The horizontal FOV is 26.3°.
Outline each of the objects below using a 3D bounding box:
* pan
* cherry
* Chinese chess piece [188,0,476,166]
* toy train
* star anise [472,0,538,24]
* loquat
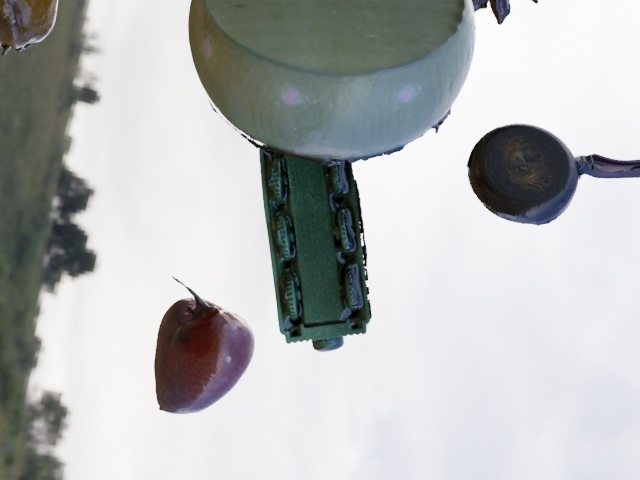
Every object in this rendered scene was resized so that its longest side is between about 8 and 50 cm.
[{"bbox_3d":[0.252,-0.072,1.391,0.040,0.212,0.115,111,-30,-58],"label":"pan"},{"bbox_3d":[-0.121,0.111,1.384,0.106,0.087,0.126,53,-53,36],"label":"cherry"},{"bbox_3d":[0.014,-0.251,1.666,0.146,0.349,0.349,96,-9,-47],"label":"Chinese chess piece"},{"bbox_3d":[0.000,0.000,1.980,0.178,0.138,0.330,57,26,-79],"label":"toy train"},{"bbox_3d":[0.253,-0.390,1.955,0.168,0.057,0.168,9,-78,51],"label":"star anise"},{"bbox_3d":[-0.379,-0.294,1.650,0.113,0.137,0.137,-8,-113,37],"label":"loquat"}]
